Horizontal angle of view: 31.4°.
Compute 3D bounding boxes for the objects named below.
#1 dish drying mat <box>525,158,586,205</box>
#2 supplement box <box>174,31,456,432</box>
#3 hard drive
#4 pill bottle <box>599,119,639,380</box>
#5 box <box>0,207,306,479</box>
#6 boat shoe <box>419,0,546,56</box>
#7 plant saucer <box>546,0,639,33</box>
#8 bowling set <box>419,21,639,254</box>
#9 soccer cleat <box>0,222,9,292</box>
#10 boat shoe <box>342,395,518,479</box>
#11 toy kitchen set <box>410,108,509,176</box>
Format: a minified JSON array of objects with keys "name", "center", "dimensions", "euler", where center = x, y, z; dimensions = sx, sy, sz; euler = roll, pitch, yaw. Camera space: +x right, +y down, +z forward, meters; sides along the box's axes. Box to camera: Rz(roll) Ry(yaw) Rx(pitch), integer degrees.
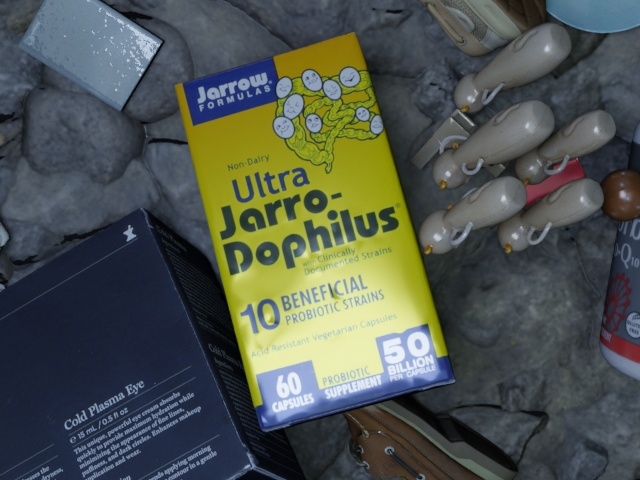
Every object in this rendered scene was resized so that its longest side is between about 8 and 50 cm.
[{"name":"dish drying mat","center":[0.261,-0.069,1.309],"dimensions":[0.083,0.008,0.032],"euler":[-26,99,7]},{"name":"supplement box","center":[0.000,0.000,1.179],"dimensions":[0.194,0.195,0.356],"euler":[-16,81,4]},{"name":"hard drive","center":[-0.257,-0.221,1.277],"dimensions":[0.135,0.022,0.094],"euler":[32,100,-5]},{"name":"pill bottle","center":[0.428,-0.030,1.213],"dimensions":[0.210,0.210,0.363],"euler":[6,101,-1]},{"name":"box","center":[-0.239,0.197,1.212],"dimensions":[0.343,0.179,0.312],"euler":[-30,64,7]},{"name":"boat shoe","center":[0.090,-0.323,1.180],"dimensions":[0.341,0.122,0.110],"euler":[46,140,-19]},{"name":"plant saucer","center":[0.310,-0.325,1.241],"dimensions":[0.195,0.037,0.195],"euler":[0,102,1]},{"name":"bowling set","center":[0.217,-0.056,1.156],"dimensions":[0.200,0.287,0.154],"euler":[39,141,-17]},{"name":"soccer cleat","center":[-0.393,-0.028,1.300],"dimensions":[0.076,0.068,0.196],"euler":[4,109,-5]},{"name":"boat shoe","center":[0.080,0.229,1.320],"dimensions":[0.307,0.111,0.104],"euler":[34,99,-6]},{"name":"toy kitchen set","center":[0.165,-0.099,1.287],"dimensions":[0.083,0.068,0.075],"euler":[43,123,1]}]
